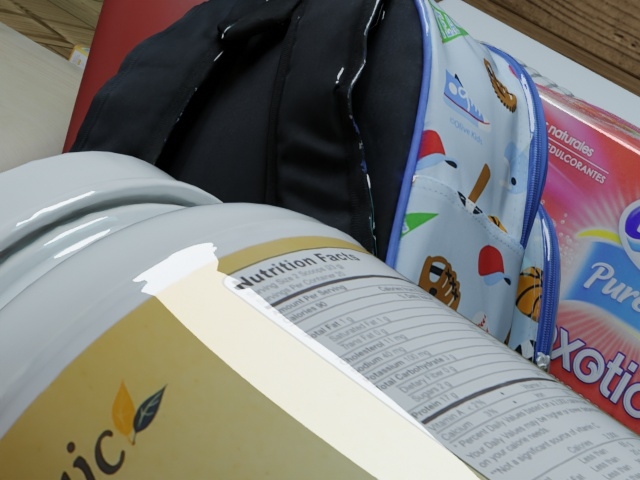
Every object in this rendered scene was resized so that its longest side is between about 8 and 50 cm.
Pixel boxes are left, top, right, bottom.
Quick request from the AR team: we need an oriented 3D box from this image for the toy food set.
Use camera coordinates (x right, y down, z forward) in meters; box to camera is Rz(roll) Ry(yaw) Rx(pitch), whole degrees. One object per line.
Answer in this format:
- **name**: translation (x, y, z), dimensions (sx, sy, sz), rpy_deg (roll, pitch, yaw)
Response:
- **toy food set**: translation (-0.299, -0.102, 1.153), dimensions (0.306, 0.092, 0.219), rpy_deg (30, 24, 17)

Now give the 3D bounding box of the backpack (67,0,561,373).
- **backpack**: translation (0.000, 0.000, 0.758), dimensions (0.276, 0.263, 0.213), rpy_deg (0, -17, 40)

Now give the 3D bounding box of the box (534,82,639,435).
- **box**: translation (0.207, 0.040, 0.838), dimensions (0.300, 0.142, 0.154), rpy_deg (36, 15, 34)

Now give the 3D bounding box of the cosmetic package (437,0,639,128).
- **cosmetic package**: translation (0.223, -0.028, 1.449), dimensions (0.097, 0.284, 0.377), rpy_deg (-32, 50, -28)

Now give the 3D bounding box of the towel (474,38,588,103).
- **towel**: translation (0.124, -0.006, 1.229), dimensions (0.235, 0.283, 0.121), rpy_deg (39, -22, 25)

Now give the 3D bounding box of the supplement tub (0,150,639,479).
- **supplement tub**: translation (-0.001, 0.129, 0.464), dimensions (0.316, 0.228, 0.228), rpy_deg (34, 14, 30)

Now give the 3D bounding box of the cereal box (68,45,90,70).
- **cereal box**: translation (-0.141, -0.128, 1.623), dimensions (0.240, 0.047, 0.173), rpy_deg (34, 14, 29)

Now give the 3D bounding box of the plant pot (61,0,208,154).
- **plant pot**: translation (-0.058, -0.053, 1.043), dimensions (0.275, 0.243, 0.275), rpy_deg (25, 12, -6)
